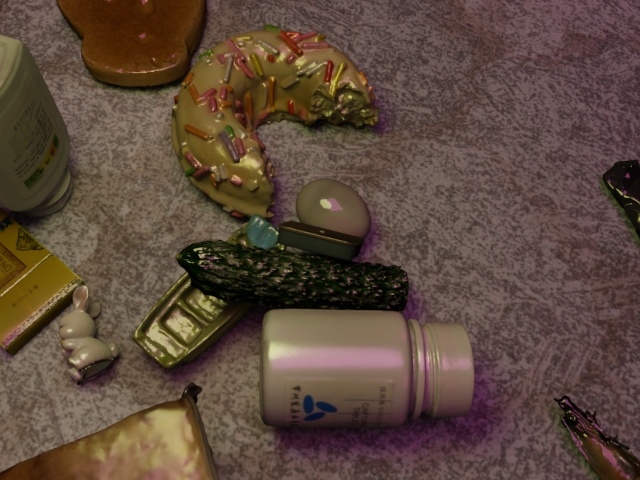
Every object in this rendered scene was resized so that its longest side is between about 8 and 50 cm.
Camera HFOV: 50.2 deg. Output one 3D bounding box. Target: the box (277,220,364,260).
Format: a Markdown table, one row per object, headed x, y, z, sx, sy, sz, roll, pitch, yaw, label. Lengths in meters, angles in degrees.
| x | y | z | sx | sy | sz | roll | pitch | yaw | label |
| --- | --- | --- | --- | --- | --- | --- | --- | --- | --- |
| 0.000 | 0.000 | 1.049 | 0.126 | 0.091 | 0.031 | 14 | 98 | 9 | box |

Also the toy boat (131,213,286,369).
| x | y | z | sx | sy | sz | roll | pitch | yaw | label |
| --- | --- | --- | --- | --- | --- | --- | --- | --- | --- |
| -0.166 | 0.084 | 1.075 | 0.111 | 0.084 | 0.276 | 38 | 70 | 12 | toy boat |

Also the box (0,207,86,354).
| x | y | z | sx | sy | sz | roll | pitch | yaw | label |
| --- | --- | --- | --- | --- | --- | --- | --- | --- | --- |
| -0.530 | 0.040 | 1.099 | 0.279 | 0.041 | 0.153 | 37 | 66 | 15 | box |

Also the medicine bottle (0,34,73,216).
| x | y | z | sx | sy | sz | roll | pitch | yaw | label |
| --- | --- | --- | --- | --- | --- | --- | --- | --- | --- |
| -0.474 | -0.154 | 1.039 | 0.124 | 0.324 | 0.179 | 17 | 66 | 6 | medicine bottle |

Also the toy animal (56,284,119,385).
| x | y | z | sx | sy | sz | roll | pitch | yaw | label |
| --- | --- | --- | --- | --- | --- | --- | --- | --- | --- |
| -0.362 | 0.145 | 1.035 | 0.085 | 0.071 | 0.124 | -29 | 68 | -16 | toy animal |

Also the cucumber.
| x | y | z | sx | sy | sz | roll | pitch | yaw | label |
| --- | --- | --- | --- | --- | --- | --- | --- | --- | --- |
| -0.041 | 0.060 | 1.021 | 0.360 | 0.096 | 0.096 | 7 | 61 | -22 | cucumber |

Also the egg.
| x | y | z | sx | sy | sz | roll | pitch | yaw | label |
| --- | --- | --- | --- | --- | --- | --- | --- | --- | --- |
| 0.022 | -0.046 | 1.135 | 0.135 | 0.103 | 0.103 | 35 | 66 | 7 | egg |

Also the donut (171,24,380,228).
| x | y | z | sx | sy | sz | roll | pitch | yaw | label |
| --- | --- | --- | --- | --- | --- | --- | --- | --- | --- |
| -0.097 | -0.233 | 1.198 | 0.307 | 0.150 | 0.371 | 41 | 69 | 17 | donut |

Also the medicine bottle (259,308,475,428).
| x | y | z | sx | sy | sz | roll | pitch | yaw | label |
| --- | --- | --- | --- | --- | --- | --- | --- | --- | --- |
| 0.060 | 0.183 | 0.983 | 0.293 | 0.170 | 0.170 | 0 | 63 | -3 | medicine bottle |

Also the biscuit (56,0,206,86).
| x | y | z | sx | sy | sz | roll | pitch | yaw | label |
| --- | --- | --- | --- | --- | --- | --- | --- | --- | --- |
| -0.372 | -0.443 | 1.343 | 0.288 | 0.057 | 0.343 | 3 | 63 | -2 | biscuit |

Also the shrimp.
| x | y | z | sx | sy | sz | roll | pitch | yaw | label |
| --- | --- | --- | --- | --- | --- | --- | --- | --- | --- |
| 0.480 | 0.302 | 1.019 | 0.198 | 0.051 | 0.262 | -33 | 72 | -26 | shrimp |

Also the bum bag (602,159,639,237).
| x | y | z | sx | sy | sz | roll | pitch | yaw | label |
| --- | --- | --- | --- | --- | --- | --- | --- | --- | --- |
| 0.572 | -0.064 | 1.205 | 0.087 | 0.049 | 0.197 | -13 | 64 | -15 | bum bag |

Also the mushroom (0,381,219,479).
| x | y | z | sx | sy | sz | roll | pitch | yaw | label |
| --- | --- | --- | --- | --- | --- | --- | --- | --- | --- |
| -0.223 | 0.427 | 0.815 | 0.314 | 0.224 | 0.397 | -19 | 66 | -15 | mushroom |
